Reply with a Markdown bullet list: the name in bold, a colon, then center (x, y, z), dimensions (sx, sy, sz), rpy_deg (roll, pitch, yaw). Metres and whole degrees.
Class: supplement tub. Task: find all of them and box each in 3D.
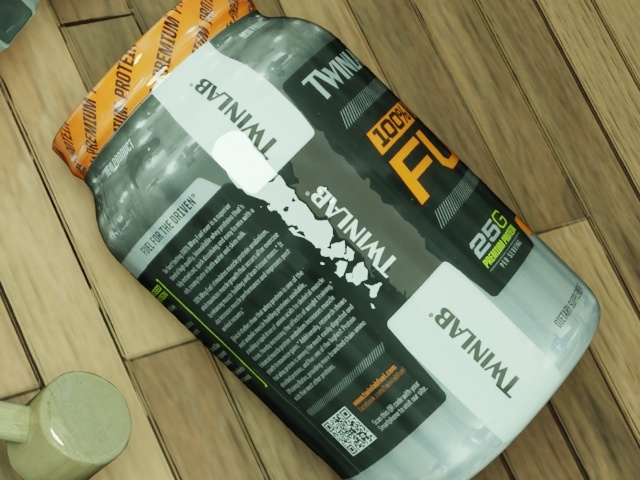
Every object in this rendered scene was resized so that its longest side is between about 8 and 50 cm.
- **supplement tub**: center (0.000, 0.000, 1.196), dimensions (0.338, 0.207, 0.207), rpy_deg (44, 52, -2)

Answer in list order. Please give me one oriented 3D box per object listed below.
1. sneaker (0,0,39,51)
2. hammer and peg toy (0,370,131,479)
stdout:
- **sneaker**: center (-0.278, -0.136, 1.182), dimensions (0.330, 0.146, 0.122), rpy_deg (-48, 120, -17)
- **hammer and peg toy**: center (-0.245, 0.226, 0.983), dimensions (0.266, 0.127, 0.361), rpy_deg (22, 56, -16)
